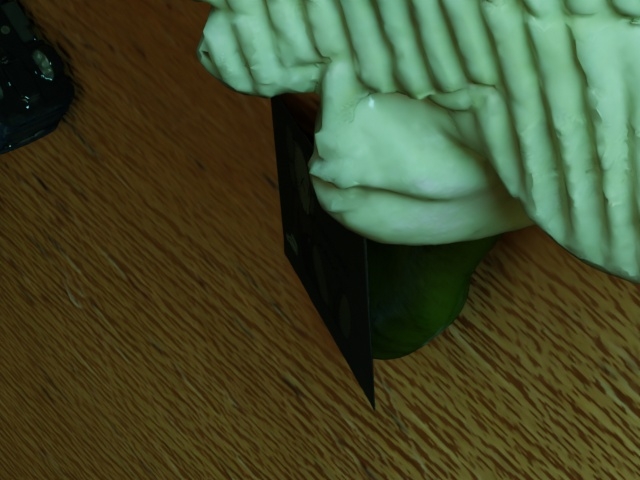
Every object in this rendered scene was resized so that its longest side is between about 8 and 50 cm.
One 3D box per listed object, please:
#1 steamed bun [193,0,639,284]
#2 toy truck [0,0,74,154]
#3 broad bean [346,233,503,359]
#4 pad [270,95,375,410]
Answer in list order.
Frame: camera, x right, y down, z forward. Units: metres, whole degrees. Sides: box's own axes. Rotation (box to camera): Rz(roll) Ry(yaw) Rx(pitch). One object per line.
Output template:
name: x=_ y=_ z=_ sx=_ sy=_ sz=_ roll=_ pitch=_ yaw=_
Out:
steamed bun: x=0.089 y=-0.160 z=0.678 sx=0.352 sy=0.247 sz=0.339 roll=-7 pitch=126 yaw=38
toy truck: x=-0.265 y=-0.160 z=1.306 sx=0.201 sy=0.074 sz=0.088 roll=56 pitch=151 yaw=10
broad bean: x=0.072 y=-0.002 z=0.963 sx=0.075 sy=0.067 sz=0.325 roll=40 pitch=150 yaw=-3
pad: x=0.000 y=0.000 z=1.052 sx=0.190 sy=0.004 sz=0.127 roll=-123 pitch=24 yaw=-56
